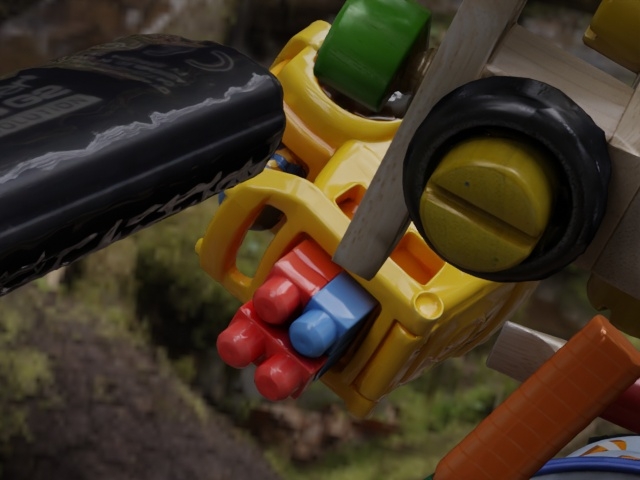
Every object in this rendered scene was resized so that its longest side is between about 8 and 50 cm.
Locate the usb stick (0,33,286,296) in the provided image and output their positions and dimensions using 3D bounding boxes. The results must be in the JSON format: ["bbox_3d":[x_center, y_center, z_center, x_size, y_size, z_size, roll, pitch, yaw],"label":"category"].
[{"bbox_3d":[-0.104,-0.008,0.488,0.077,0.045,0.278,13,23,27],"label":"usb stick"}]

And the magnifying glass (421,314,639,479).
[{"bbox_3d":[0.037,0.117,0.749,0.092,0.231,0.026,46,15,3],"label":"magnifying glass"}]

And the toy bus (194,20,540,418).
[{"bbox_3d":[0.000,0.000,1.159,0.220,0.149,0.211,44,48,12],"label":"toy bus"}]

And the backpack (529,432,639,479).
[{"bbox_3d":[0.144,0.223,0.841,0.276,0.263,0.213,11,0,23],"label":"backpack"}]

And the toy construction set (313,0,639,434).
[{"bbox_3d":[0.112,-0.012,0.627,0.237,0.309,0.257,23,56,2],"label":"toy construction set"}]
